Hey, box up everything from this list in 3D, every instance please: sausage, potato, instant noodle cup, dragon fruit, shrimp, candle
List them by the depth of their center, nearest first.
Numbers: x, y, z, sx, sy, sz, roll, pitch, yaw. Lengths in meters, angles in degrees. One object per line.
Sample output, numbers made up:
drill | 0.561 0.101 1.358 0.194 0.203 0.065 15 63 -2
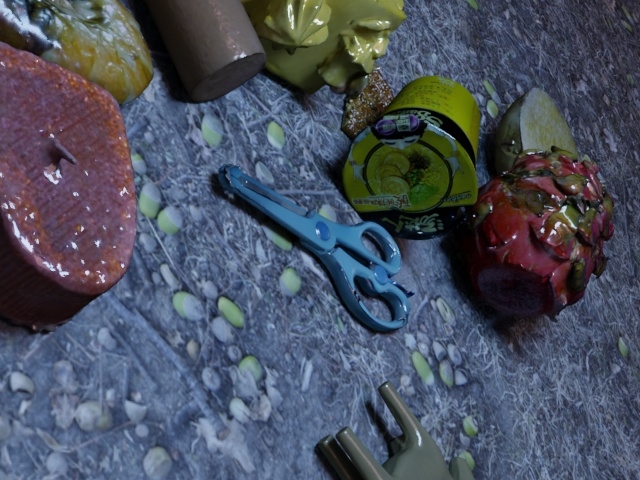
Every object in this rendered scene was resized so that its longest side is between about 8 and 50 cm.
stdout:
candle | -0.300 -0.084 1.115 0.317 0.131 0.287 55 32 -9
shrimp | -0.372 -0.308 1.231 0.445 0.085 0.272 20 45 -47
sausage | -0.177 -0.329 1.453 0.123 0.123 0.253 -16 76 -55
instant noodle cup | 0.160 -0.148 1.671 0.215 0.215 0.236 48 34 -17
dragon fruit | 0.363 -0.027 1.785 0.291 0.269 0.250 -64 154 -28
potato | 0.414 -0.142 2.070 0.299 0.116 0.239 57 39 -24

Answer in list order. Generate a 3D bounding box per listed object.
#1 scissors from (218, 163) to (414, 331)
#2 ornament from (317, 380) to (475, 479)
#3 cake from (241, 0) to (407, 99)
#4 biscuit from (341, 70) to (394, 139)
scissors | 0.000 0.000 1.510 0.393 0.032 0.180 33 43 -35
ornament | 0.125 0.312 1.415 0.245 0.061 0.230 56 33 -3
cake | -0.022 -0.361 1.586 0.227 0.222 0.286 21 50 -40
biscuit | 0.094 -0.220 1.797 0.126 0.025 0.206 43 38 -23
